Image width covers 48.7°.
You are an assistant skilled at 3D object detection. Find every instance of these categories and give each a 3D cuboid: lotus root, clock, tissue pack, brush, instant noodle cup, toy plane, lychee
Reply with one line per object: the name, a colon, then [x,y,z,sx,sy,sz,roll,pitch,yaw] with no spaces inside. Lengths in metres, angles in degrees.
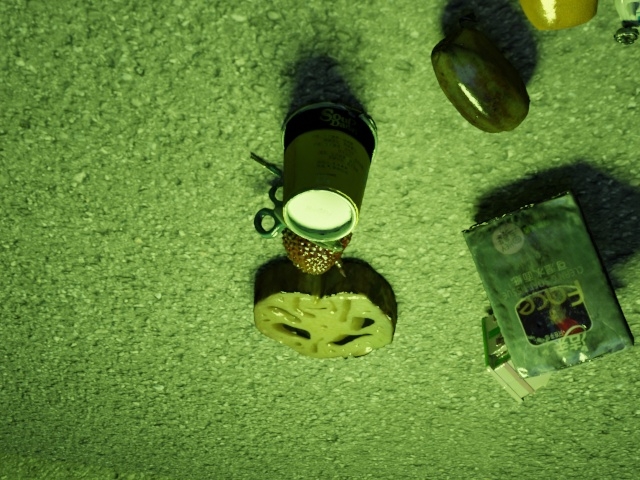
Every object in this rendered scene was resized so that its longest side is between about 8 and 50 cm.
lotus root: [0.298,-0.291,1.309,0.124,0.123,0.241,-23,126,40]
clock: [0.554,0.206,1.717,0.309,0.235,0.166,-38,106,24]
tissue pack: [0.494,0.096,1.541,0.259,0.122,0.361,-21,86,24]
brush: [-0.120,-0.167,1.577,0.083,0.016,0.013,30,120,-22]
instant noodle cup: [0.012,-0.131,1.438,0.215,0.236,0.216,3,137,3]
toy plane: [0.538,-0.371,1.164,0.107,0.273,0.182,-6,91,27]
lotus root: [0.010,0.198,1.875,0.390,0.111,0.375,9,138,-5]
lychee: [0.000,0.000,1.624,0.197,0.165,0.165,40,130,-7]

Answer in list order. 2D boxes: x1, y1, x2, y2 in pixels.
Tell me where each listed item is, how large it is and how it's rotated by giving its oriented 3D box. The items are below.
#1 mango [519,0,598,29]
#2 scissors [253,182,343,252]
mango: [0.388,-0.483,1.075,0.187,0.144,0.359,26,142,9]
scissors: [-0.046,-0.036,1.525,0.041,0.289,0.138,29,92,-42]
